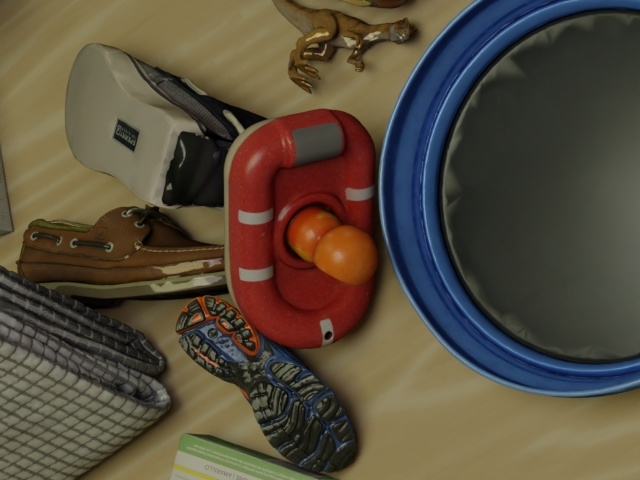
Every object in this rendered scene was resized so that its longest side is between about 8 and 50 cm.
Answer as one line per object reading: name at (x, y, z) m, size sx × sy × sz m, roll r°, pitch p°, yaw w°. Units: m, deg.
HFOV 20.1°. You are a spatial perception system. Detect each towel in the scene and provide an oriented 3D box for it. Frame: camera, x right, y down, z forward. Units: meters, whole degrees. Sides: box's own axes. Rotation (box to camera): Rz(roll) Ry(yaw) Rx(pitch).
towel at (-0.326, 0.148, 1.827) m, size 0.235 × 0.284 × 0.121 m, roll -34°, pitch 49°, yaw 24°

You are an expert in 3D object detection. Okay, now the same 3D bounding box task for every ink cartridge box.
ink cartridge box at (-0.086, 0.327, 1.800) m, size 0.171 × 0.056 × 0.235 m, roll 15°, pitch 91°, yaw 30°

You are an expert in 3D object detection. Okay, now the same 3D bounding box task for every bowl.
bowl at (0.239, -0.053, 1.628) m, size 0.391 × 0.077 × 0.391 m, roll -4°, pitch 83°, yaw 31°

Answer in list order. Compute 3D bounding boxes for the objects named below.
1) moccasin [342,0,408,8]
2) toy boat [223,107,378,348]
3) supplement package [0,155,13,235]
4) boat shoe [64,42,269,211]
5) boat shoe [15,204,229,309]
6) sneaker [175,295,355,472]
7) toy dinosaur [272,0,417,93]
moccasin at (-0.073, -0.335, 1.788) m, size 0.380 × 0.147 × 0.139 m, roll 21°, pitch 60°, yaw 15°
toy boat at (0.000, 0.000, 1.688) m, size 0.151 × 0.151 × 0.231 m, roll 39°, pitch 137°, yaw 51°
supplement package at (-0.427, -0.085, 2.012) m, size 0.105 × 0.105 × 0.179 m, roll -18°, pitch 76°, yaw 29°
boat shoe at (-0.144, -0.106, 1.849) m, size 0.340 × 0.158 × 0.127 m, roll 44°, pitch 120°, yaw 56°
boat shoe at (-0.195, 0.012, 1.861) m, size 0.307 × 0.111 × 0.104 m, roll -5°, pitch 83°, yaw 30°
sneaker at (-0.043, 0.136, 1.780) m, size 0.083 × 0.087 × 0.221 m, roll -43°, pitch 82°, yaw 10°
toy dinosaur at (0.000, -0.212, 1.808) m, size 0.211 × 0.064 × 0.112 m, roll 23°, pitch 71°, yaw 27°
